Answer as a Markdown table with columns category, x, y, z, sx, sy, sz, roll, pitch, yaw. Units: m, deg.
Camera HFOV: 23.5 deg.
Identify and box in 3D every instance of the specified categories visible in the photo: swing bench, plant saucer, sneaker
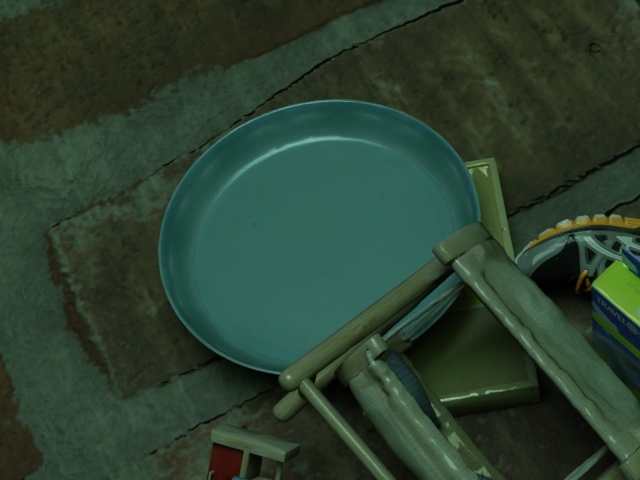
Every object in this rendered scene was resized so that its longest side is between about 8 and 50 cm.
| category | x | y | z | sx | sy | sz | roll | pitch | yaw |
| --- | --- | --- | --- | --- | --- | --- | --- | --- | --- |
| swing bench | 0.135 | 0.146 | 1.306 | 0.254 | 0.165 | 0.253 | -39 | 80 | -14 |
| plant saucer | 0.000 | 0.000 | 1.503 | 0.317 | 0.044 | 0.318 | -5 | 56 | 8 |
| sneaker | 0.289 | 0.027 | 1.446 | 0.214 | 0.084 | 0.083 | -4 | 65 | 1 |

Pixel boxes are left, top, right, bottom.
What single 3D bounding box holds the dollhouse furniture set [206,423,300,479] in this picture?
| category | x | y | z | sx | sy | sz | roll | pitch | yaw |
| --- | --- | --- | --- | --- | --- | --- | --- | --- | --- |
| dollhouse furniture set | -0.114 | 0.256 | 1.303 | 0.129 | 0.129 | 0.184 | 13 | 98 | 19 |

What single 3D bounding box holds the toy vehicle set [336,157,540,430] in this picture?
| category | x | y | z | sx | sy | sz | roll | pitch | yaw |
| --- | --- | --- | --- | --- | --- | --- | --- | --- | --- |
| toy vehicle set | 0.111 | 0.047 | 1.499 | 0.166 | 0.035 | 0.267 | -9 | 56 | 5 |

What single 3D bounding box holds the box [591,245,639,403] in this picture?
| category | x | y | z | sx | sy | sz | roll | pitch | yaw |
| --- | --- | --- | --- | --- | --- | --- | --- | --- | --- |
| box | 0.290 | 0.093 | 1.348 | 0.042 | 0.178 | 0.109 | -39 | 59 | -14 |
